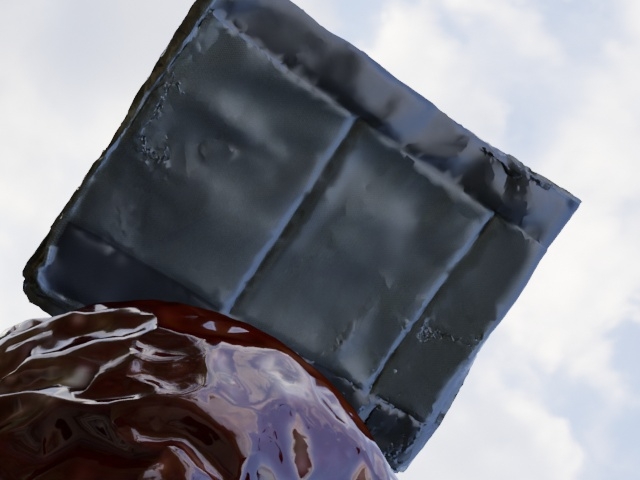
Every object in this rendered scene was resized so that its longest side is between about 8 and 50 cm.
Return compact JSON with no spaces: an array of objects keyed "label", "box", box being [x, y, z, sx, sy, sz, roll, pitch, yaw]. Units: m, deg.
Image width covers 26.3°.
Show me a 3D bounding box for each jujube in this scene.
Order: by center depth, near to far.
[{"label":"jujube","box":[-0.085,0.130,0.479,0.232,0.213,0.213,-24,-100,42]}]

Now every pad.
[{"label":"pad","box":[0.000,0.000,0.638,0.174,0.233,0.022,-58,-150,6]}]
